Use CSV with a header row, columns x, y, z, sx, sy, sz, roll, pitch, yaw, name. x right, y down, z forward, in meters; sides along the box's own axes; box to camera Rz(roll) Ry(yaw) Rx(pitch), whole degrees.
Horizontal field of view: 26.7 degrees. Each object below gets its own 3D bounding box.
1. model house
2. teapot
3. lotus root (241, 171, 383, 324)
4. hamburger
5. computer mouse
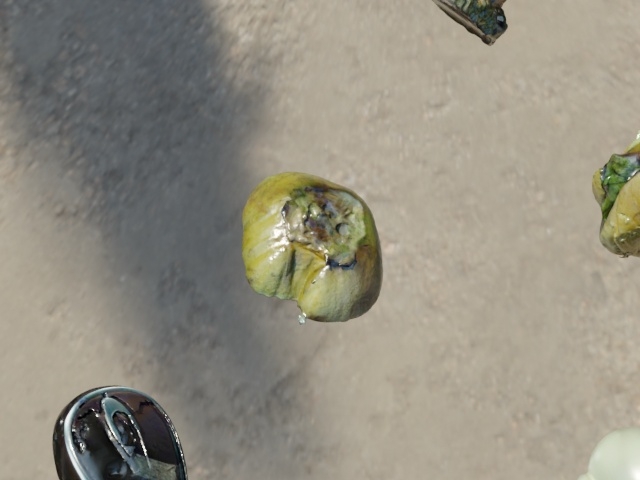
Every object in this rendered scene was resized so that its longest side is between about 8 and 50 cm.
x,y,z,sx,sy,sz,roll,pitch,yaw,name
0.209,-0.382,1.796,0.166,0.183,0.172,40,96,31,model house
0.424,0.355,1.801,0.149,0.318,0.220,-30,69,2,teapot
0.000,-0.004,1.630,0.183,0.203,0.078,1,154,-21,lotus root
0.514,-0.084,1.881,0.265,0.134,0.285,-1,146,-37,hamburger
-0.204,0.269,1.428,0.096,0.137,0.233,-11,96,45,computer mouse
